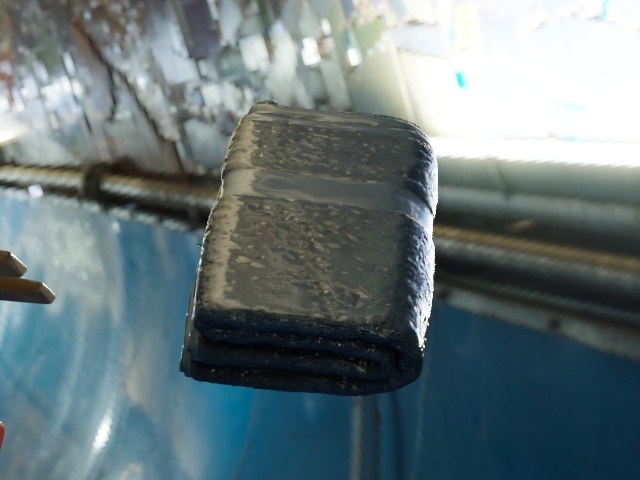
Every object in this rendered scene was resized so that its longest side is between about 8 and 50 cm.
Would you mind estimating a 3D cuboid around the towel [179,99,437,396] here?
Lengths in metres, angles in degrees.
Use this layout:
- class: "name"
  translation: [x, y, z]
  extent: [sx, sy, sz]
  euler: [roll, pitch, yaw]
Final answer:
- class: "towel"
  translation: [0.000, 0.000, 0.419]
  extent: [0.067, 0.029, 0.119]
  euler: [7, -147, 2]

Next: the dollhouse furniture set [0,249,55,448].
- class: "dollhouse furniture set"
  translation: [-0.229, 0.124, 0.833]
  extent: [0.135, 0.262, 0.259]
  euler: [10, 165, 7]
